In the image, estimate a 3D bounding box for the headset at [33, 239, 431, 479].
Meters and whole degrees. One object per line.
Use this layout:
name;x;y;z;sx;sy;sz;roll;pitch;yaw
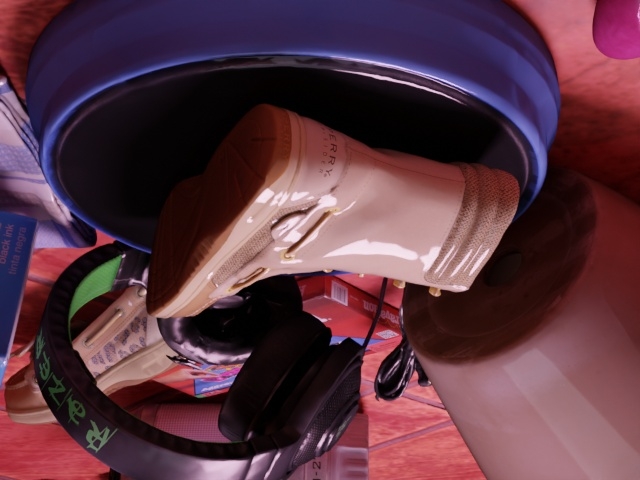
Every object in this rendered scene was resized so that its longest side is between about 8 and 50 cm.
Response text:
headset;-0.057;0.104;1.516;0.394;0.243;0.185;-12;141;-35

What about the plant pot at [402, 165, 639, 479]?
plant pot;0.221;0.094;1.458;0.323;0.323;0.280;-19;132;38

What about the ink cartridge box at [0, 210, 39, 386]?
ink cartridge box;-0.400;0.039;1.456;0.307;0.129;0.223;13;159;-10

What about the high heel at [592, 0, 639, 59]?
high heel;0.248;-0.141;1.105;0.082;0.117;0.244;15;152;-28

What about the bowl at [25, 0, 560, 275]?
bowl;-0.020;-0.076;1.310;0.391;0.077;0.391;1;155;0

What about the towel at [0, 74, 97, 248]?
towel;-0.308;-0.054;1.421;0.209;0.034;0.285;-2;156;9

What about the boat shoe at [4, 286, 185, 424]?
boat shoe;-0.211;0.095;1.692;0.285;0.104;0.089;-26;105;38

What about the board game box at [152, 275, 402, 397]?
board game box;-0.061;0.097;1.754;0.281;0.027;0.145;-18;148;35

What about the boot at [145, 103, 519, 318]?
boot;0.000;0.000;1.276;0.203;0.095;0.262;11;150;-23

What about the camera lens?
camera lens;-0.085;0.285;1.934;0.274;0.219;0.219;0;156;1
